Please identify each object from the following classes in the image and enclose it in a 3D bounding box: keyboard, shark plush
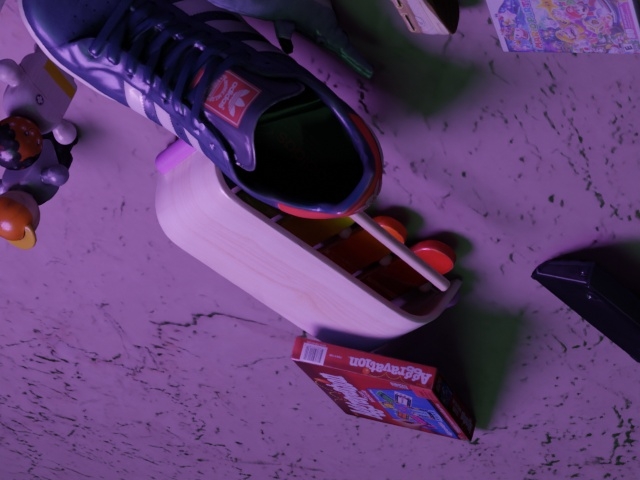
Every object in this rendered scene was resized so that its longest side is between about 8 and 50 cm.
[{"bbox_3d":[0.349,0.112,1.821,0.317,0.033,0.201,36,170,-24],"label":"keyboard"},{"bbox_3d":[-0.028,-0.182,1.625,0.073,0.067,0.161,-17,131,44],"label":"shark plush"}]

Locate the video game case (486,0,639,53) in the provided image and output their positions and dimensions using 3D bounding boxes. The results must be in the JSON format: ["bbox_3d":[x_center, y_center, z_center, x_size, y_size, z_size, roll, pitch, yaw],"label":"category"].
[{"bbox_3d":[0.193,-0.181,1.552,0.122,0.011,0.087,4,143,26],"label":"video game case"}]

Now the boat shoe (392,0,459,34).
[{"bbox_3d":[0.063,-0.209,1.551,0.045,0.050,0.135,-8,137,30],"label":"boat shoe"}]

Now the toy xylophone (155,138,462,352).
[{"bbox_3d":[0.000,0.000,1.857,0.322,0.081,0.236,40,143,-25],"label":"toy xylophone"}]

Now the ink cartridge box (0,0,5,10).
[{"bbox_3d":[-0.326,-0.220,1.589,0.093,0.212,0.154,10,156,17],"label":"ink cartridge box"}]

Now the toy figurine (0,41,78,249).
[{"bbox_3d":[-0.333,-0.106,1.834,0.209,0.148,0.213,22,147,0],"label":"toy figurine"}]

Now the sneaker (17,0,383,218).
[{"bbox_3d":[-0.091,-0.133,1.618,0.350,0.131,0.148,30,-173,-11],"label":"sneaker"}]

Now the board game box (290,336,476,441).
[{"bbox_3d":[0.069,0.155,2.001,0.145,0.027,0.281,13,167,16],"label":"board game box"}]
